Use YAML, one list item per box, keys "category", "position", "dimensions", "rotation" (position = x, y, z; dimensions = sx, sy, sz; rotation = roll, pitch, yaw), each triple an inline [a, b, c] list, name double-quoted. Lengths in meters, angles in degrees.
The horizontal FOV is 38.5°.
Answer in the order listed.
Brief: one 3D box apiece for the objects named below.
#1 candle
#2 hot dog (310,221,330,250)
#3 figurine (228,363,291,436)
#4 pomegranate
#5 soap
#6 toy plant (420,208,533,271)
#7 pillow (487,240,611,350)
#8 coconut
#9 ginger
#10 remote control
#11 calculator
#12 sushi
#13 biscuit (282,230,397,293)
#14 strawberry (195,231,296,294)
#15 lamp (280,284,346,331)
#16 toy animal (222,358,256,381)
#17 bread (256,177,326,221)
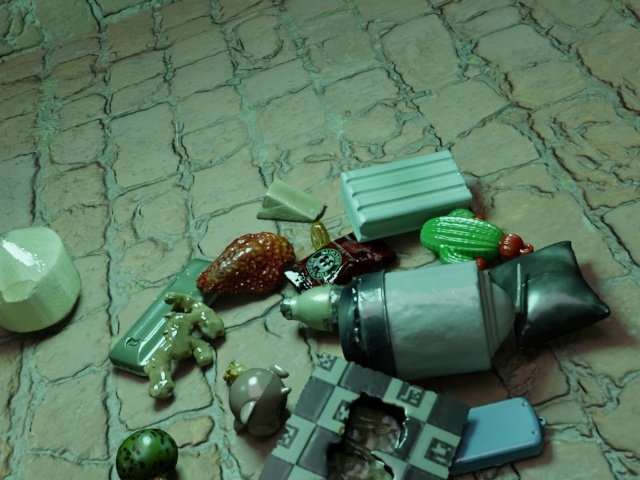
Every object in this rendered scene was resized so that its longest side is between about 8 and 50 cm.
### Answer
- category: "candle"
  position: [0.219, 0.152, 1.734]
  dimensions: [0.343, 0.221, 0.221]
  rotation: [-8, 39, 12]
- category: "hot dog"
  position: [0.000, -0.001, 2.170]
  dimensions: [0.044, 0.028, 0.137]
  rotation: [-24, 39, 6]
- category: "figurine"
  position: [-0.118, 0.309, 1.776]
  dimensions: [0.125, 0.125, 0.138]
  rotation: [13, 58, 35]
- category: "pomegranate"
  position: [-0.318, 0.427, 1.725]
  dimensions: [0.122, 0.122, 0.161]
  rotation: [-28, 62, -10]
- category: "soap"
  position: [0.193, -0.102, 2.094]
  dimensions: [0.266, 0.087, 0.159]
  rotation: [-13, 54, -11]
- category: "toy plant"
  position: [0.323, 0.008, 1.969]
  dimensions: [0.155, 0.088, 0.240]
  rotation: [-33, 41, -18]
- category: "pillow"
  position: [0.439, 0.098, 1.796]
  dimensions: [0.186, 0.106, 0.250]
  rotation: [-23, 33, 9]
- category: "coconut"
  position: [-0.708, 0.082, 2.184]
  dimensions: [0.238, 0.265, 0.237]
  rotation: [-6, 45, 6]
- category: "ginger"
  position: [-0.290, 0.228, 1.967]
  dimensions: [0.149, 0.065, 0.258]
  rotation: [12, 53, -2]
- category: "remote control"
  position: [-0.342, 0.164, 2.087]
  dimensions: [0.128, 0.065, 0.335]
  rotation: [9, 45, 34]
- category: "calculator"
  position: [0.295, 0.343, 1.614]
  dimensions: [0.210, 0.039, 0.121]
  rotation: [-15, 40, 5]
- category: "sushi"
  position: [0.062, 0.409, 1.584]
  dimensions: [0.296, 0.100, 0.373]
  rotation: [18, 53, 13]
- category: "biscuit"
  position: [0.048, 0.053, 2.054]
  dimensions: [0.235, 0.063, 0.151]
  rotation: [-33, 39, -15]
- category: "strawberry"
  position: [-0.161, 0.039, 2.092]
  dimensions: [0.175, 0.106, 0.236]
  rotation: [25, 44, 21]
- category: "lamp"
  position: [0.037, 0.141, 1.919]
  dimensions: [0.250, 0.101, 0.101]
  rotation: [-2, 41, 12]
- category: "toy animal"
  position: [-0.156, 0.283, 1.885]
  dimensions: [0.083, 0.081, 0.060]
  rotation: [26, 38, -2]
- category: "bread"
  position: [-0.074, -0.078, 2.299]
  dimensions: [0.152, 0.105, 0.077]
  rotation: [29, 52, 6]
